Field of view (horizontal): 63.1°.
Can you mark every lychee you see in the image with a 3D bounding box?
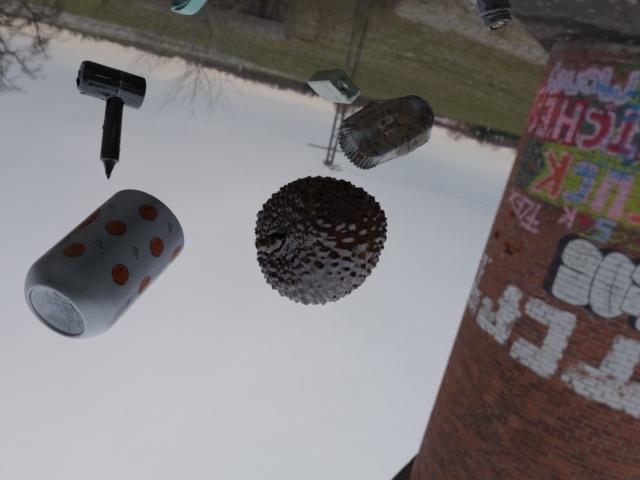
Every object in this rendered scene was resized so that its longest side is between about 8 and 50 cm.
[{"bbox_3d":[0.000,0.000,1.079,0.304,0.276,0.275,-8,-152,-40],"label":"lychee"}]

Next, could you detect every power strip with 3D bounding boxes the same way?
[{"bbox_3d":[0.043,-0.444,1.507,0.093,0.053,0.288,43,179,-24],"label":"power strip"}]

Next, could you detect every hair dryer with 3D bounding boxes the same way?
[{"bbox_3d":[-0.645,-0.357,1.574,0.189,0.352,0.107,10,164,-35],"label":"hair dryer"}]

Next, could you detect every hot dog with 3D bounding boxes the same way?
[{"bbox_3d":[0.149,-0.248,1.166,0.268,0.075,0.144,-28,-101,-29],"label":"hot dog"}]

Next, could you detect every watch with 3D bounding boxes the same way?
[{"bbox_3d":[-0.449,-0.899,1.821,0.068,0.237,0.195,-2,-113,-46],"label":"watch"}]

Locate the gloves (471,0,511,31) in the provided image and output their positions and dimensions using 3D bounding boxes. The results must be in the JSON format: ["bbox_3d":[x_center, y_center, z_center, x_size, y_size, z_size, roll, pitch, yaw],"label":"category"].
[{"bbox_3d":[0.439,-0.706,1.402,0.142,0.286,0.119,-16,-159,-4],"label":"gloves"}]

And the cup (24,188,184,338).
[{"bbox_3d":[-0.474,0.055,1.155,0.212,0.212,0.317,16,-141,10],"label":"cup"}]
